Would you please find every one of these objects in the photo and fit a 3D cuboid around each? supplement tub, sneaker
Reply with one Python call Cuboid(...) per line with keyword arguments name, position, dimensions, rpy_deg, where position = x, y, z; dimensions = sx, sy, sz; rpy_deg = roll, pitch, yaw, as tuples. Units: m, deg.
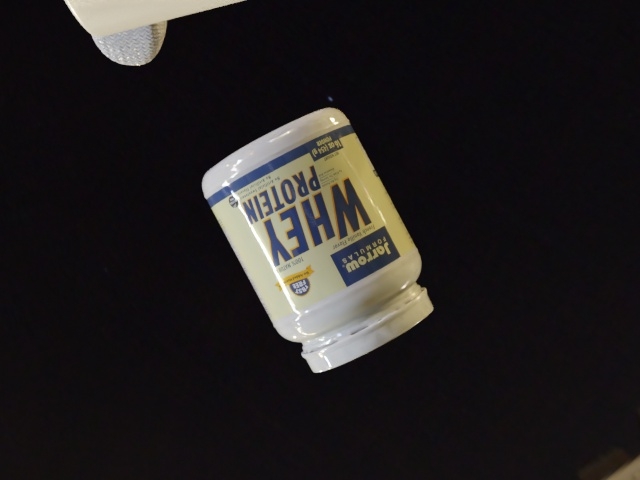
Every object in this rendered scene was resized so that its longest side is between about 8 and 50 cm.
Cuboid(name="supplement tub", position=(0.000, 0.000, 1.468), dimensions=(0.235, 0.235, 0.324), rpy_deg=(-28, -89, -7))
Cuboid(name="sneaker", position=(-0.213, -0.347, 1.165), dimensions=(0.101, 0.153, 0.268), rpy_deg=(7, -52, 4))

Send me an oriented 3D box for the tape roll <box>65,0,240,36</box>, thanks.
Cuboid(name="tape roll", position=(-0.088, -0.259, 0.606), dimensions=(0.169, 0.246, 0.246), rpy_deg=(-14, -54, 2))
